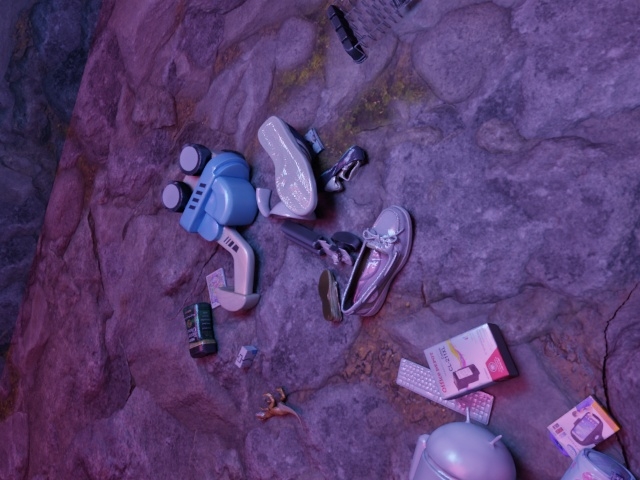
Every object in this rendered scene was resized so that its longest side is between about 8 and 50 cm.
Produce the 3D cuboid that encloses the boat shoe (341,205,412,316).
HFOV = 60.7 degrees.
[{"bbox_3d":[0.147,0.057,1.464,0.118,0.103,0.320,32,104,37],"label":"boat shoe"}]

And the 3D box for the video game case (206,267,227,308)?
[{"bbox_3d":[-0.361,0.168,1.920,0.087,0.011,0.122,-28,67,33],"label":"video game case"}]

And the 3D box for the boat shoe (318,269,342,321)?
[{"bbox_3d":[0.032,0.160,1.589,0.056,0.048,0.152,-34,57,44],"label":"boat shoe"}]

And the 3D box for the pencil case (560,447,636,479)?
[{"bbox_3d":[0.516,0.553,1.094,0.124,0.113,0.273,30,104,10],"label":"pencil case"}]

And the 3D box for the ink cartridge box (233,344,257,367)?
[{"bbox_3d":[-0.243,0.384,1.771,0.028,0.048,0.083,33,106,37],"label":"ink cartridge box"}]

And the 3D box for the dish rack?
[{"bbox_3d":[0.150,-0.680,1.587,0.272,0.074,0.208,-35,65,28],"label":"dish rack"}]

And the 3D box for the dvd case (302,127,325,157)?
[{"bbox_3d":[-0.045,-0.286,1.725,0.119,0.013,0.087,-38,62,28],"label":"dvd case"}]

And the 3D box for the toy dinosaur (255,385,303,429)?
[{"bbox_3d":[-0.119,0.507,1.658,0.212,0.064,0.112,-18,91,45],"label":"toy dinosaur"}]

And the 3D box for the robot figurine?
[{"bbox_3d":[0.304,0.558,1.206,0.300,0.200,0.353,25,100,55],"label":"robot figurine"}]

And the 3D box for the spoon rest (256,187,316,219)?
[{"bbox_3d":[-0.118,-0.096,1.698,0.276,0.137,0.084,28,109,52],"label":"spoon rest"}]

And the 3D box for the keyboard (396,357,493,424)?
[{"bbox_3d":[0.302,0.370,1.354,0.256,0.014,0.072,16,94,39],"label":"keyboard"}]

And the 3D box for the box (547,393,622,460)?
[{"bbox_3d":[0.545,0.396,1.146,0.136,0.028,0.081,-48,58,21],"label":"box"}]

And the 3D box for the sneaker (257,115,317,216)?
[{"bbox_3d":[-0.062,-0.215,1.624,0.131,0.148,0.350,-34,61,26],"label":"sneaker"}]

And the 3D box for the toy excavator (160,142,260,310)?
[{"bbox_3d":[-0.314,-0.048,1.804,0.445,0.222,0.432,38,109,27],"label":"toy excavator"}]

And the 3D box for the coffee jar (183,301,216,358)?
[{"bbox_3d":[-0.420,0.314,1.904,0.096,0.079,0.184,-26,69,34],"label":"coffee jar"}]

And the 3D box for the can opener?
[{"bbox_3d":[0.000,0.000,1.625,0.280,0.074,0.093,21,63,37],"label":"can opener"}]

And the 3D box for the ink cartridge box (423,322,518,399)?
[{"bbox_3d":[0.349,0.286,1.279,0.175,0.072,0.127,-31,62,27],"label":"ink cartridge box"}]

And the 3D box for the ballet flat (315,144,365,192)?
[{"bbox_3d":[0.055,-0.190,1.597,0.203,0.074,0.074,-42,60,25],"label":"ballet flat"}]
